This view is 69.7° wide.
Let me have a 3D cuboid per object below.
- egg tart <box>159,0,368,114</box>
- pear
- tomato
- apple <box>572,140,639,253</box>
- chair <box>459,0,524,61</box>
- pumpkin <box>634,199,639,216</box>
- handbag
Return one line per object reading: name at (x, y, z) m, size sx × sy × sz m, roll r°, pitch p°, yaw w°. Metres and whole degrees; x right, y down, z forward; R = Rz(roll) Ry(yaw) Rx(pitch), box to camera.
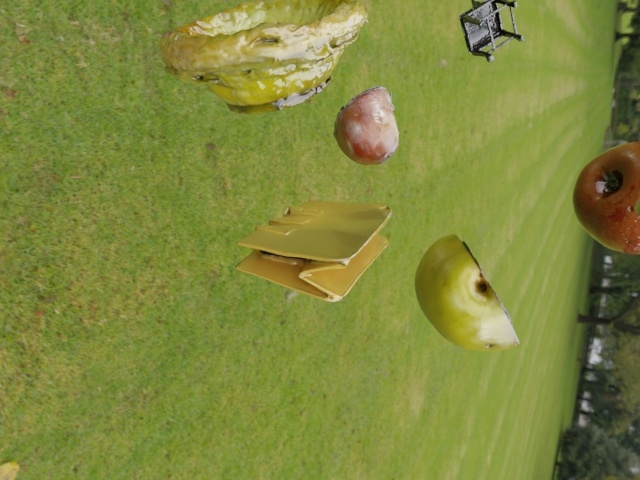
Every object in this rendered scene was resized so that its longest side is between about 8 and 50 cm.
egg tart at (-0.077, -0.265, 0.654) m, size 0.294 × 0.294 × 0.123 m, roll -47°, pitch 138°, yaw -39°
pear at (0.374, 0.164, 1.258) m, size 0.340 × 0.191 × 0.386 m, roll 64°, pitch 15°, yaw 19°
tomato at (0.141, -0.287, 1.252) m, size 0.214 × 0.181 × 0.155 m, roll 68°, pitch -3°, yaw -75°
apple at (0.955, -0.131, 1.401) m, size 0.277 × 0.348 × 0.348 m, roll 17°, pitch 83°, yaw -22°
chair at (0.406, -0.558, 1.177) m, size 0.113 × 0.229 × 0.106 m, roll -30°, pitch 128°, yaw 3°
pumpkin at (0.567, -0.075, 0.504) m, size 0.332 × 0.332 × 0.199 m, roll -25°, pitch 125°, yaw -50°
handbag at (0.000, 0.000, 1.149) m, size 0.401 × 0.283 × 0.133 m, roll -41°, pitch 142°, yaw -58°
